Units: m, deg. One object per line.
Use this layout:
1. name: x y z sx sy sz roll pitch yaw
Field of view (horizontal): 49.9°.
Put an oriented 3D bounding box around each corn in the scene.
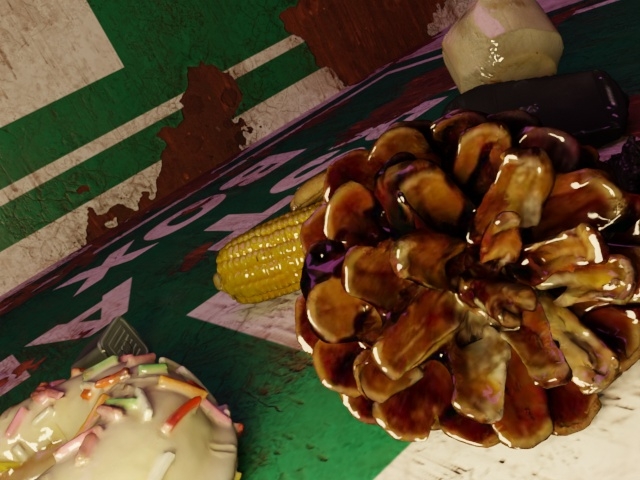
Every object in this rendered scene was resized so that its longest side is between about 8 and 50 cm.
1. corn: 0.000 0.000 1.010 0.363 0.120 0.120 -23 17 19

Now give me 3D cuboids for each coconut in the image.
1. coconut: 0.360 -0.386 1.396 0.241 0.241 0.241 -25 17 8

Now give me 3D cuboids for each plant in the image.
1. plant: 0.348 -0.060 0.728 0.085 0.087 0.174 1 26 7

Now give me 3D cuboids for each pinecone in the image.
1. pinecone: 0.116 0.018 0.554 0.298 0.242 0.296 -22 14 -3

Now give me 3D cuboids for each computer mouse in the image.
1. computer mouse: 0.317 -0.170 1.059 0.295 0.087 0.168 -8 46 16

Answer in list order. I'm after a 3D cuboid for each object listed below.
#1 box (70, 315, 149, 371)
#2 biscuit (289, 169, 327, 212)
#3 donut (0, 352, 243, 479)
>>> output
1. box: -0.320 0.180 1.046 0.069 0.084 0.122 -33 14 9
2. biscuit: 0.057 -0.073 1.082 0.226 0.042 0.226 -14 -17 -4
3. donut: -0.255 0.245 0.640 0.383 0.142 0.382 -24 17 8
